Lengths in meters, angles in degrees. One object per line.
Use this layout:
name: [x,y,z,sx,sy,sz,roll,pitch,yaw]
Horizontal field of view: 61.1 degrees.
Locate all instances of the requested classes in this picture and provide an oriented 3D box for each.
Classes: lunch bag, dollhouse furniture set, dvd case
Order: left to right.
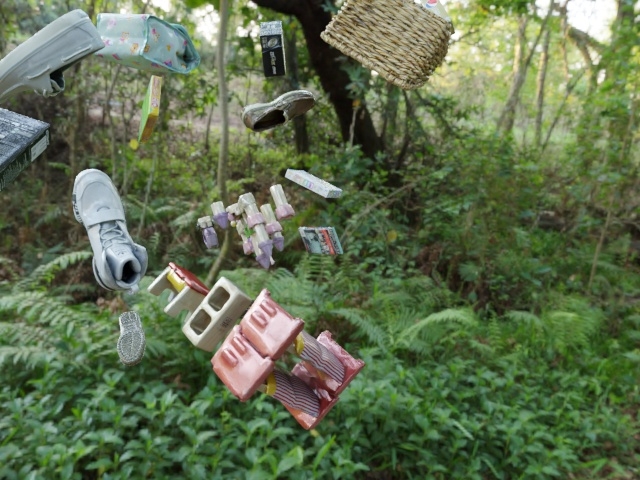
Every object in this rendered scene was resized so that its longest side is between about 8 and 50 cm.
lunch bag: [-0.544,-0.621,1.738,0.224,0.160,0.262,12,7,26]
dollhouse furniture set: [-0.127,0.153,0.987,0.374,0.152,0.201,34,-6,44]
dvd case: [0.000,0.000,1.523,0.120,0.087,0.013,0,34,36]

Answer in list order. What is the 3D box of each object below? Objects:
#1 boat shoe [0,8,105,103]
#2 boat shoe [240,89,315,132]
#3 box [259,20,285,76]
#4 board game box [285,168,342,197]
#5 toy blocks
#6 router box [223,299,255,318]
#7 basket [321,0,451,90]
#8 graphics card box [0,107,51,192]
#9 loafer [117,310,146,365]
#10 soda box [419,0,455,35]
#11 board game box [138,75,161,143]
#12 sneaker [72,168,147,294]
boat shoe: [-0.448,-0.275,0.875,0.228,0.081,0.079,-31,20,12]
boat shoe: [-0.124,-0.409,1.761,0.258,0.095,0.095,-23,52,-15]
box: [-0.170,-0.689,1.946,0.078,0.147,0.180,-5,35,-1]
board game box: [-0.020,-0.176,1.675,0.154,0.026,0.103,29,15,21]
toy blocks: [-0.252,-0.007,1.955,0.309,0.260,0.288,-18,-9,-19]
router box: [-0.217,0.197,1.550,0.092,0.038,0.122,-16,-24,37]
basket: [0.182,-0.541,1.522,0.299,0.223,0.213,34,-2,11]
graphics card box: [-1.084,-0.295,1.771,0.233,0.094,0.370,17,42,-5]
loafer: [-0.376,0.202,1.092,0.056,0.050,0.148,-10,34,-11]
soda box: [0.389,-0.756,1.817,0.058,0.181,0.061,-24,-33,15]
board game box: [-0.534,-0.397,1.687,0.039,0.124,0.259,7,-14,-27]
sneaker: [-0.581,-0.018,1.521,0.137,0.365,0.210,-18,18,-33]
